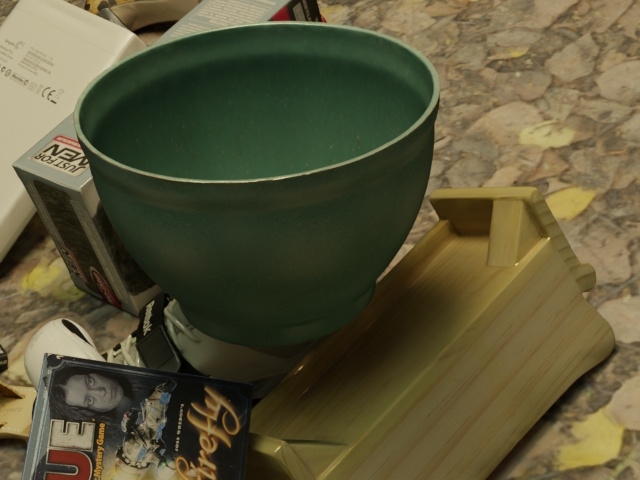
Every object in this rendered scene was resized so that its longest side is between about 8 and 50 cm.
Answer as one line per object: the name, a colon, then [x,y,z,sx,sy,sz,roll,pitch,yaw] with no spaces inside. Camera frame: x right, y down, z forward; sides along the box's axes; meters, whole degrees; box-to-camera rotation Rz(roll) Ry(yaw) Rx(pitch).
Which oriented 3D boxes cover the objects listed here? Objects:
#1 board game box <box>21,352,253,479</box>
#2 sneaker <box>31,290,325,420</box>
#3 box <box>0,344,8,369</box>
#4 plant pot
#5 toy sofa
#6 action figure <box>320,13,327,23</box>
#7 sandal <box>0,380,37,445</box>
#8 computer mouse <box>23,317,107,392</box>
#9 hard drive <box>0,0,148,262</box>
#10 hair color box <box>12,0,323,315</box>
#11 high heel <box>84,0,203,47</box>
board game box: [-0.142,0.211,0.990,0.165,0.042,0.243,9,59,-10]
sneaker: [-0.124,0.090,1.265,0.330,0.146,0.122,-19,44,-5]
box: [-0.377,0.114,1.429,0.067,0.018,0.083,-11,33,-31]
plant pot: [-0.044,-0.037,1.129,0.293,0.196,0.293,-3,32,2]
toy sofa: [0.080,0.124,1.187,0.362,0.177,0.150,-44,23,-25]
action figure: [-0.121,-0.218,1.633,0.091,0.139,0.280,24,59,40]
sandal: [-0.335,0.156,1.339,0.240,0.079,0.088,0,44,22]
computer mouse: [-0.218,0.131,1.208,0.193,0.042,0.106,38,91,40]
hard drive: [-0.374,-0.121,1.589,0.233,0.047,0.353,29,81,41]
hair color box: [-0.140,-0.116,1.483,0.113,0.185,0.374,21,55,36]
high heel: [-0.195,-0.353,1.831,0.261,0.093,0.186,-37,49,-7]
